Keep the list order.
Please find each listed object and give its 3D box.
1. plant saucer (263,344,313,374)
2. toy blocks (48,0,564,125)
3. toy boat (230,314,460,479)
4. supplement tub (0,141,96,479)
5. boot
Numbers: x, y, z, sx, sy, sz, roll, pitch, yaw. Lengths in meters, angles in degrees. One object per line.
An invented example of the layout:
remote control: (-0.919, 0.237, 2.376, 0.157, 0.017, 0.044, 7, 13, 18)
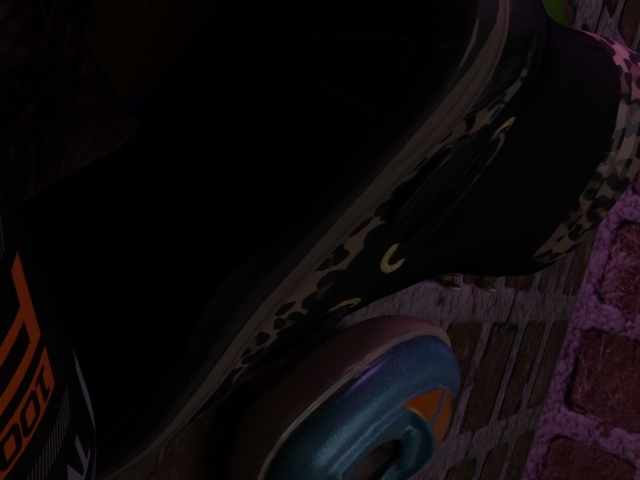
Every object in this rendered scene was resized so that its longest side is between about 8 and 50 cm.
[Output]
plant saucer: (-0.016, -0.013, 0.846, 0.278, 0.041, 0.278, -47, 147, -46)
toy blocks: (-0.032, -0.165, 0.504, 0.261, 0.190, 0.381, -37, 152, 2)
toy boat: (0.040, 0.219, 0.953, 0.267, 0.148, 0.318, -34, 144, -34)
supplement tub: (-0.183, 0.028, 0.318, 0.193, 0.194, 0.316, -53, 150, -38)
boot: (0.000, 0.000, 0.548, 0.377, 0.138, 0.284, -47, 156, 27)
